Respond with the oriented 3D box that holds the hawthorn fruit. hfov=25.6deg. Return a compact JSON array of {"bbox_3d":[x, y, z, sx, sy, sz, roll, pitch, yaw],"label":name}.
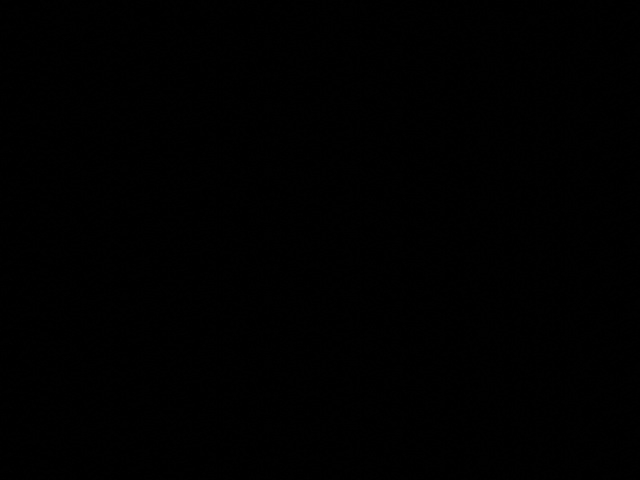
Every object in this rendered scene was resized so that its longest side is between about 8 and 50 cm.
[{"bbox_3d":[0.022,0.002,0.174,0.472,0.471,0.472,63,6,-12],"label":"hawthorn fruit"}]
